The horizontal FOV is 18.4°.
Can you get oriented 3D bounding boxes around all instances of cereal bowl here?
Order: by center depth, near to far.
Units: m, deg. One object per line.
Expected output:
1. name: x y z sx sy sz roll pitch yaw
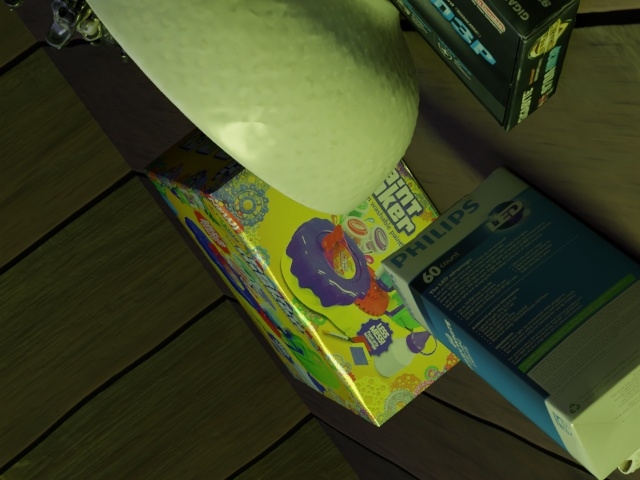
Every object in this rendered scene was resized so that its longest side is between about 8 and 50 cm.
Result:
1. cereal bowl: -0.042 -0.188 1.486 0.339 0.141 0.339 45 -166 -15

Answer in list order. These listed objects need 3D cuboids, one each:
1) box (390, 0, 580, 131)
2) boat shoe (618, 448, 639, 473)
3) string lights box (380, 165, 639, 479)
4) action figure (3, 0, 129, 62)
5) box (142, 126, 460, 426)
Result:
1. box: 0.079 -0.193 1.325 0.220 0.051 0.175 50 170 13
2. boat shoe: 0.280 0.186 1.802 0.035 0.035 0.100 47 169 25
3. string lights box: 0.175 0.056 1.529 0.259 0.133 0.077 41 166 48
4. action figure: -0.238 -0.280 2.224 0.164 0.141 0.275 41 -166 13
5. box: 0.000 0.000 2.004 0.290 0.177 0.279 55 169 -16
